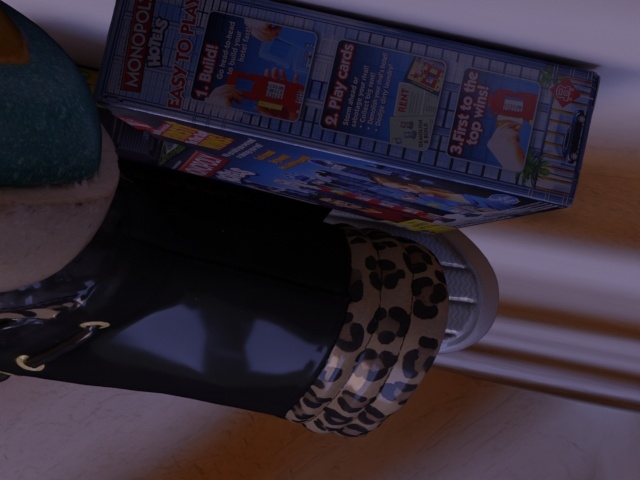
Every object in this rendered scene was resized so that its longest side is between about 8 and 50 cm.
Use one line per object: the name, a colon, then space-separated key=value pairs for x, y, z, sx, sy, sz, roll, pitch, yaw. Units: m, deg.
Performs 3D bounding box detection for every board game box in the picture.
board game box: x=-0.073 y=-0.051 z=0.954 sx=0.170 sy=0.048 sz=0.141 roll=12 pitch=175 yaw=-3
board game box: x=-0.007 y=-0.058 z=0.722 sx=0.194 sy=0.060 sz=0.194 roll=15 pitch=173 yaw=-13

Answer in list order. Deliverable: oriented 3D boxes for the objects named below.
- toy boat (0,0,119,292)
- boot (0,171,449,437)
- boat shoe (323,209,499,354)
toy boat: x=-0.210 y=-0.058 z=0.552 sx=0.267 sy=0.148 sz=0.318 roll=21 pitch=-158 yaw=8
boot: x=-0.113 y=0.038 z=0.978 sx=0.284 sy=0.138 sz=0.377 roll=14 pitch=163 yaw=-16
boat shoe: x=0.000 y=0.000 z=1.120 sx=0.302 sy=0.109 sz=0.094 roll=18 pitch=-167 yaw=33
